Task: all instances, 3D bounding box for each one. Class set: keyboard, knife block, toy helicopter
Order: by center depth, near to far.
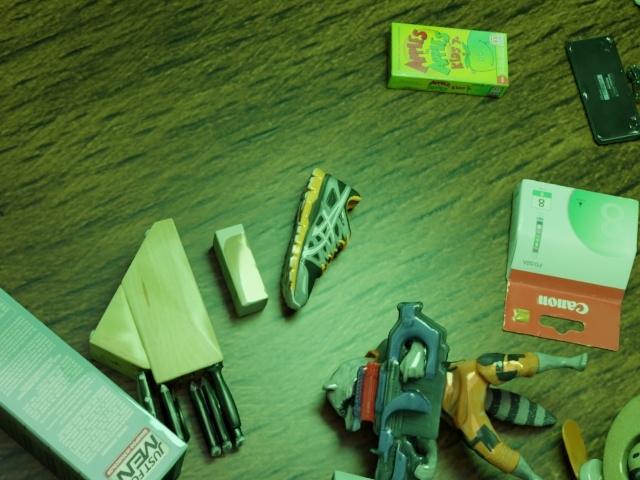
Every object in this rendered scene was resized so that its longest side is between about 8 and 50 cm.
[{"bbox_3d":[0.408,0.369,1.575,0.140,0.235,0.355,27,75,-41],"label":"toy helicopter"},{"bbox_3d":[-0.173,0.141,1.610,0.242,0.088,0.276,25,68,0],"label":"knife block"},{"bbox_3d":[0.458,-0.239,1.888,0.108,0.023,0.180,-11,73,-6],"label":"keyboard"}]

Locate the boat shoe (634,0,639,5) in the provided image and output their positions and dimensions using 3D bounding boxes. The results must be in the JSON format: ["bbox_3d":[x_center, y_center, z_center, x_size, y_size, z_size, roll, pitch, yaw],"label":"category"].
[{"bbox_3d":[0.542,-0.528,1.965,0.091,0.109,0.305,-4,77,-11],"label":"boat shoe"}]

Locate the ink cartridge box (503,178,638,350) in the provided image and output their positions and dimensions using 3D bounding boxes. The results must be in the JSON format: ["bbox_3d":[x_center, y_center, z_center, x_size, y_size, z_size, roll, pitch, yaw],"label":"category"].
[{"bbox_3d":[0.365,0.033,1.756,0.181,0.056,0.225,10,67,-5],"label":"ink cartridge box"}]

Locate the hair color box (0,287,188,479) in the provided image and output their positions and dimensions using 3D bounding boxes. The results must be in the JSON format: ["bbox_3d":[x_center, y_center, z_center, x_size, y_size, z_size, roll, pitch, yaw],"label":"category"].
[{"bbox_3d":[-0.346,0.197,1.508,0.374,0.185,0.113,39,68,6],"label":"hair color box"}]

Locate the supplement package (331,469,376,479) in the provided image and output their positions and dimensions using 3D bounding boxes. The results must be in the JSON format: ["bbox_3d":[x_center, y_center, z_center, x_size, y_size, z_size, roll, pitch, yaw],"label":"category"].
[{"bbox_3d":[0.119,0.429,1.458,0.262,0.199,0.198,15,96,-3],"label":"supplement package"}]

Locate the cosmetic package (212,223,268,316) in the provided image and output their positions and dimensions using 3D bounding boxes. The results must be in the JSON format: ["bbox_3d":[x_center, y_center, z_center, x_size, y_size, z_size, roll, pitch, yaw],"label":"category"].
[{"bbox_3d":[-0.112,0.042,1.671,0.041,0.060,0.115,-17,75,-15],"label":"cosmetic package"}]

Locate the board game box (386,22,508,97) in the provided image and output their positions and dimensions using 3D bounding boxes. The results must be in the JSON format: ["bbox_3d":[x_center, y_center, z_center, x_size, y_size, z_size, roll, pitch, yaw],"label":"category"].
[{"bbox_3d":[0.194,-0.276,1.847,0.181,0.043,0.092,4,70,-8],"label":"board game box"}]

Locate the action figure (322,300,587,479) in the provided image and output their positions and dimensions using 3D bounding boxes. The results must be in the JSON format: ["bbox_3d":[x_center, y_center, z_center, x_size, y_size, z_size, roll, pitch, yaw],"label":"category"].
[{"bbox_3d":[0.159,0.253,1.618,0.330,0.178,0.341,15,98,3],"label":"action figure"}]

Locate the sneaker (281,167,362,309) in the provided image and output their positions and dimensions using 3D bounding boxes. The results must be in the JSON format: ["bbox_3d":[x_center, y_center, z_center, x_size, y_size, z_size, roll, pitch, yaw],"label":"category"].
[{"bbox_3d":[0.000,0.000,1.694,0.083,0.084,0.215,19,67,-7],"label":"sneaker"}]
